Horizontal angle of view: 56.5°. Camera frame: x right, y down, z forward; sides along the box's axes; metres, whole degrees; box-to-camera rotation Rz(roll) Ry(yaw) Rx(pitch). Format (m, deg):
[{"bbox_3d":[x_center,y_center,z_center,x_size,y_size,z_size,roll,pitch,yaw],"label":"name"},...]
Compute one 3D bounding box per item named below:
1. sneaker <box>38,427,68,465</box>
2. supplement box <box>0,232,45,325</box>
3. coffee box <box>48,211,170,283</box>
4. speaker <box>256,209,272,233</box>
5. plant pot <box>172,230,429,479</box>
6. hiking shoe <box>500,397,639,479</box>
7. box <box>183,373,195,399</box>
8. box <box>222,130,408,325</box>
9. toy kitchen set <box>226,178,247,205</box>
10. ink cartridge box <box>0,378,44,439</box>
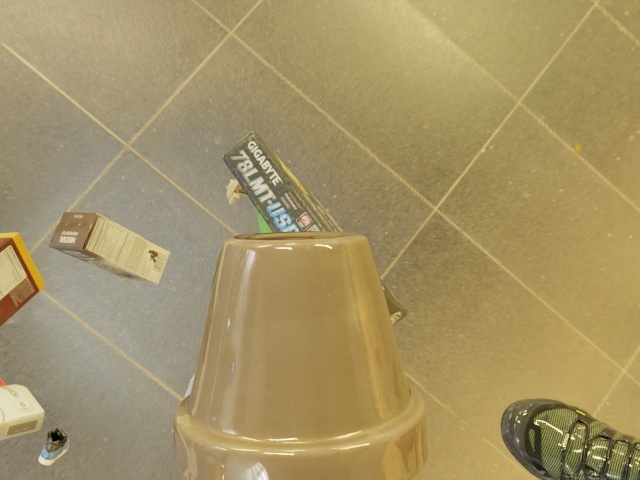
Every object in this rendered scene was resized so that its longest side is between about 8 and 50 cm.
[{"bbox_3d":[-0.753,0.574,1.716,0.058,0.152,0.084,25,94,-3],"label":"sneaker"},{"bbox_3d":[-0.681,0.090,1.131,0.192,0.194,0.129,-2,120,19],"label":"supplement box"},{"bbox_3d":[-0.634,0.026,1.812,0.297,0.168,0.118,36,64,-50],"label":"coffee box"},{"bbox_3d":[-0.099,-0.034,1.596,0.131,0.131,0.296,-16,130,-11],"label":"speaker"},{"bbox_3d":[-0.019,0.108,0.614,0.263,0.263,0.229,-1,94,-10],"label":"plant pot"},{"bbox_3d":[0.289,0.210,0.569,0.227,0.114,0.086,25,66,0],"label":"hiking shoe"},{"bbox_3d":[-0.384,0.454,1.888,0.038,0.186,0.145,23,110,1],"label":"box"},{"bbox_3d":[0.000,0.000,0.955,0.073,0.293,0.295,-40,63,7],"label":"box"},{"bbox_3d":[-0.234,-0.150,1.797,0.075,0.083,0.068,16,128,-31],"label":"toy kitchen set"},{"bbox_3d":[-0.694,0.312,1.183,0.232,0.189,0.066,37,110,31],"label":"ink cartridge box"}]
